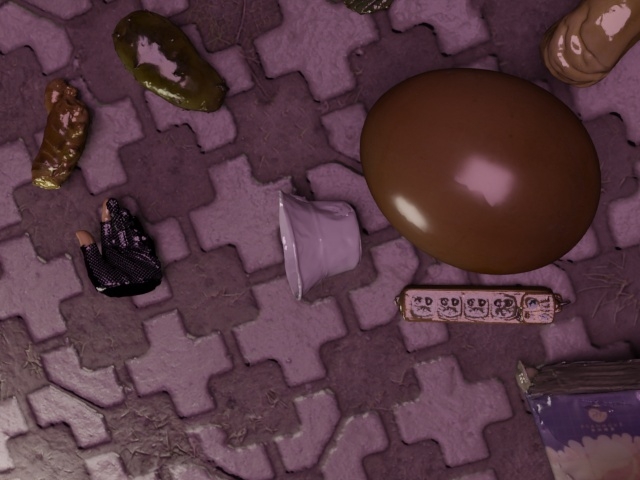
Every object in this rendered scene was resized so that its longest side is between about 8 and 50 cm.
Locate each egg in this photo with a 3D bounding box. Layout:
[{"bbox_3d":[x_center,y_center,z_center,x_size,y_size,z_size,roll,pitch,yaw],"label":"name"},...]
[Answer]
[{"bbox_3d":[0.238,-0.107,1.158,0.373,0.301,0.301,21,104,5],"label":"egg"}]

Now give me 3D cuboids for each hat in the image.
[{"bbox_3d":[0.000,0.000,1.301,0.126,0.203,0.203,-7,100,-7],"label":"hat"}]

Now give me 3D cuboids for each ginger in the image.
[{"bbox_3d":[-0.463,-0.187,1.378,0.115,0.081,0.206,12,102,14],"label":"ginger"}]

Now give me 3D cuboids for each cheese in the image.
[{"bbox_3d":[0.434,-0.330,1.129,0.117,0.214,0.226,45,112,3],"label":"cheese"}]

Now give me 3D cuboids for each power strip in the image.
[{"bbox_3d":[0.281,0.112,1.327,0.305,0.044,0.064,0,100,10],"label":"power strip"}]

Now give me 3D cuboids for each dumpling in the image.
[{"bbox_3d":[0.369,0.249,1.331,0.043,0.059,0.077,-8,103,1],"label":"dumpling"}]

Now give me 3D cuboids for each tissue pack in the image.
[{"bbox_3d":[0.512,0.370,1.255,0.242,0.125,0.344,-12,106,37],"label":"tissue pack"}]

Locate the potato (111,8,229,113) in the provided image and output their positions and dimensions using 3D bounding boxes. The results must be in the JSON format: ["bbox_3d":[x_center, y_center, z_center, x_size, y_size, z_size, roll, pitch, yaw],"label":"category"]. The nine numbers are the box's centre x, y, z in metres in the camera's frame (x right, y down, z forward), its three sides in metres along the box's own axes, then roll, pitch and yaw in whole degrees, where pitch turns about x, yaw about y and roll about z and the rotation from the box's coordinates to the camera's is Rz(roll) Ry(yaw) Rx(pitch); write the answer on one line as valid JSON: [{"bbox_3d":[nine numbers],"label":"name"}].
[{"bbox_3d":[-0.261,-0.306,1.316,0.225,0.090,0.117,40,99,-7],"label":"potato"}]

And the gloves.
[{"bbox_3d":[-0.371,0.009,1.406,0.129,0.106,0.181,-18,69,12],"label":"gloves"}]

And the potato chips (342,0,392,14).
[{"bbox_3d":[0.120,-0.458,1.252,0.092,0.028,0.207,46,106,-2],"label":"potato chips"}]
